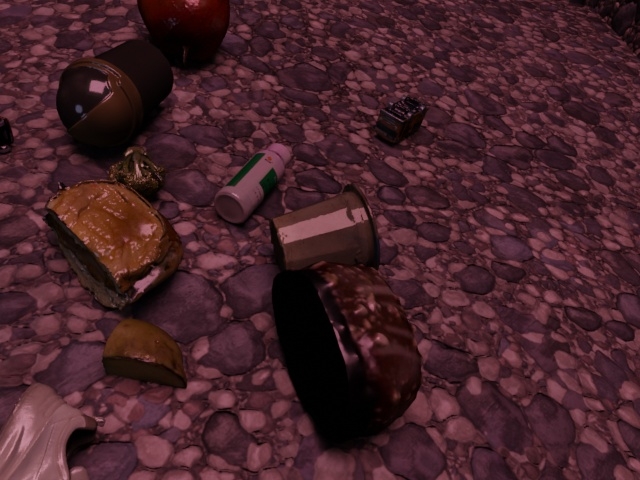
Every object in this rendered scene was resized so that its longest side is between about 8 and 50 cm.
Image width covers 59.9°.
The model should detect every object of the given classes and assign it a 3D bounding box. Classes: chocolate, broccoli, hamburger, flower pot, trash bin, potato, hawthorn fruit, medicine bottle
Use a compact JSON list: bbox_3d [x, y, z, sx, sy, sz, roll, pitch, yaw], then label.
[{"bbox_3d":[0.065,0.182,1.022,0.209,0.225,0.340,-4,51,-30],"label":"chocolate"},{"bbox_3d":[-0.420,-0.153,1.270,0.130,0.121,0.131,-4,23,-11],"label":"broccoli"},{"bbox_3d":[-0.403,-0.010,1.123,0.308,0.133,0.211,40,48,21],"label":"hamburger"},{"bbox_3d":[0.000,0.000,1.212,0.202,0.212,0.212,-15,51,-11],"label":"flower pot"},{"bbox_3d":[-0.518,-0.367,1.386,0.214,0.214,0.334,19,41,2],"label":"trash bin"},{"bbox_3d":[-0.300,0.186,1.000,0.149,0.081,0.120,12,47,-5],"label":"potato"},{"bbox_3d":[-0.418,-0.680,1.704,0.284,0.285,0.369,0,69,-17],"label":"hawthorn fruit"},{"bbox_3d":[-0.158,-0.149,1.362,0.095,0.095,0.260,25,47,8],"label":"medicine bottle"}]

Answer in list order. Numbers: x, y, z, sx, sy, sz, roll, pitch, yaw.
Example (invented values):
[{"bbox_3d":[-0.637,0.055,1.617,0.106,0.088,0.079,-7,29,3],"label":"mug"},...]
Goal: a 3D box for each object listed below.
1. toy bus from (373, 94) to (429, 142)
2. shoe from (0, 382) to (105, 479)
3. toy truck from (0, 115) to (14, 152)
[{"bbox_3d":[0.244,-0.369,1.692,0.091,0.103,0.182,35,41,18],"label":"toy bus"},{"bbox_3d":[-0.404,0.358,0.778,0.159,0.124,0.317,18,44,-9],"label":"shoe"},{"bbox_3d":[-0.797,-0.219,1.246,0.092,0.083,0.192,25,45,16],"label":"toy truck"}]
